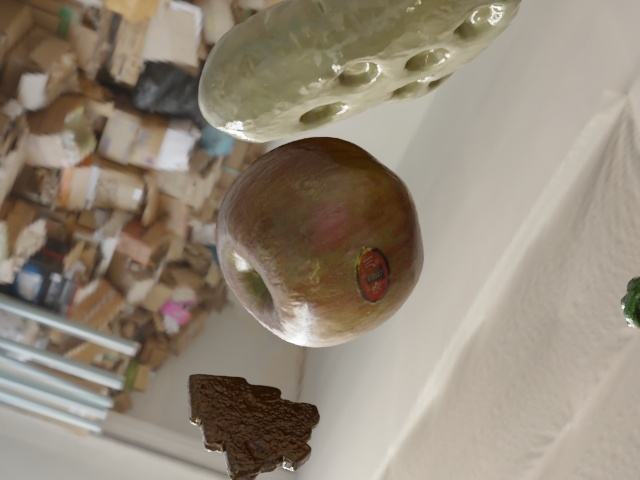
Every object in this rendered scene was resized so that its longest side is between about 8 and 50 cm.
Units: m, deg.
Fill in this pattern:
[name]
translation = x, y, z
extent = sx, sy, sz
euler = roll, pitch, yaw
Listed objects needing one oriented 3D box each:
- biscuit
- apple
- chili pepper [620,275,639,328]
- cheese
[biscuit]
translation = -0.065, 0.155, 0.889
extent = 0.119, 0.130, 0.019
euler = -27, 142, -49
[apple]
translation = 0.000, 0.000, 1.042
extent = 0.188, 0.211, 0.211
euler = -33, 175, -21
[chili pepper]
translation = 0.436, 0.085, 1.202
extent = 0.100, 0.257, 0.074
euler = -54, -144, 25
[cheese]
translation = 0.051, -0.237, 1.155
extent = 0.129, 0.351, 0.328
euler = 70, -24, 8
